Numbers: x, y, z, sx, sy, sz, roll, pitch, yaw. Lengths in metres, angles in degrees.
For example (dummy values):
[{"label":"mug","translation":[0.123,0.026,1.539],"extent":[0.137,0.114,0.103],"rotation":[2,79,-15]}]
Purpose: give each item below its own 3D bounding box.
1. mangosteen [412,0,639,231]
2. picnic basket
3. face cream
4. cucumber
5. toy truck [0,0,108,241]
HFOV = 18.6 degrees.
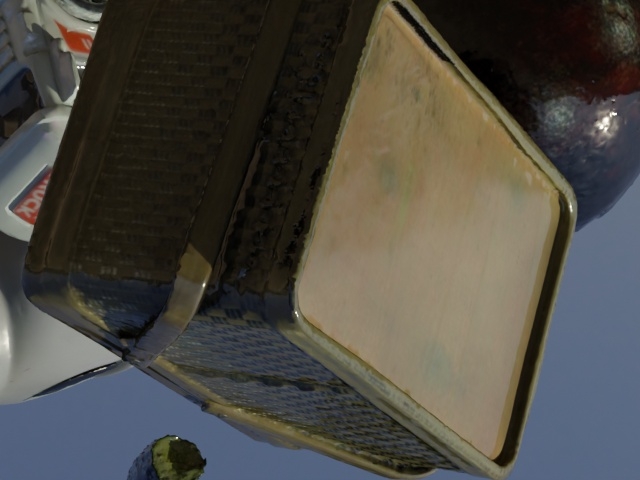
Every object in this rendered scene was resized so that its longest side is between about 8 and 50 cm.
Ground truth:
[{"label":"mangosteen","translation":[0.084,-0.098,1.133],"extent":[0.216,0.216,0.216],"rotation":[5,-165,-1]},{"label":"picnic basket","translation":[0.000,0.000,0.896],"extent":[0.139,0.165,0.267],"rotation":[6,162,30]},{"label":"face cream","translation":[-0.281,0.043,1.952],"extent":[0.357,0.219,0.312],"rotation":[-17,175,-39]},{"label":"cucumber","translation":[-0.214,0.313,2.542],"extent":[0.081,0.072,0.303],"rotation":[25,158,-6]},{"label":"toy truck","translation":[-0.095,-0.080,1.511],"extent":[0.388,0.207,0.173],"rotation":[7,147,-36]}]
